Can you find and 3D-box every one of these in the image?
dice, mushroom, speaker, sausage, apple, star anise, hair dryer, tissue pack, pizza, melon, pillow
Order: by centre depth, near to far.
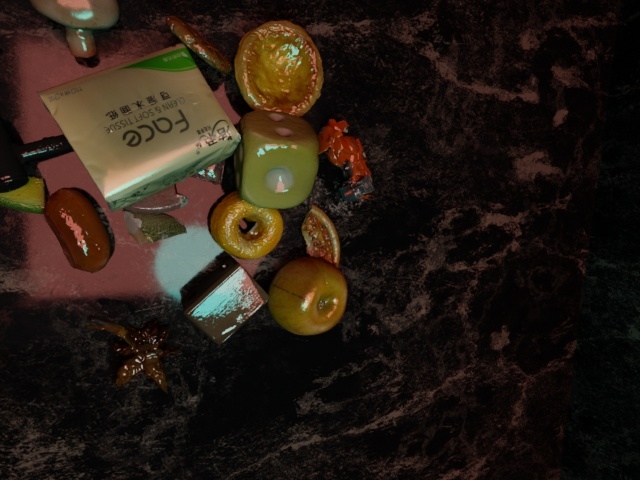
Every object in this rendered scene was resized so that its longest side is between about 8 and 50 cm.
[{"bbox_3d":[-0.649,-0.626,1.083,0.207,0.209,0.206,-2,64,4],"label":"mushroom"},{"bbox_3d":[-0.887,-0.157,1.110,0.262,0.053,0.113,24,81,-24],"label":"melon"},{"bbox_3d":[-0.801,-0.259,1.111,0.251,0.089,0.197,-24,92,-32],"label":"hair dryer"},{"bbox_3d":[-0.485,-0.319,1.121,0.405,0.205,0.331,-32,95,-20],"label":"tissue pack"},{"bbox_3d":[-0.699,-0.028,1.164,0.133,0.133,0.258,-24,105,-17],"label":"sausage"},{"bbox_3d":[-0.522,-0.025,1.247,0.203,0.139,0.093,15,114,-26],"label":"melon"},{"bbox_3d":[-0.587,0.345,1.252,0.237,0.148,0.346,-39,120,-15],"label":"star anise"},{"bbox_3d":[-0.148,-0.254,1.255,0.227,0.233,0.238,0,130,-20],"label":"dice"},{"bbox_3d":[-0.362,-0.284,1.308,0.118,0.043,0.184,14,96,-21],"label":"pillow"},{"bbox_3d":[-0.319,0.197,1.333,0.231,0.153,0.192,-44,111,-11],"label":"speaker"},{"bbox_3d":[-0.041,0.191,1.388,0.286,0.233,0.285,-4,97,-36],"label":"apple"},{"bbox_3d":[0.004,-0.005,1.489,0.135,0.056,0.270,-17,103,-28],"label":"pizza"}]

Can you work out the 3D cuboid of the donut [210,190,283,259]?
[{"bbox_3d":[-0.243,-0.049,1.359,0.254,0.118,0.253,-12,111,-32],"label":"donut"}]

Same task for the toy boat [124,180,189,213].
[{"bbox_3d":[-0.533,-0.154,1.240,0.228,0.085,0.155,-6,82,-27],"label":"toy boat"}]

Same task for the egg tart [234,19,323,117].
[{"bbox_3d":[-0.139,-0.550,1.315,0.319,0.128,0.318,-4,101,-23],"label":"egg tart"}]

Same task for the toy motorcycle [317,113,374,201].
[{"bbox_3d":[0.082,-0.286,1.439,0.221,0.148,0.325,-33,103,-38],"label":"toy motorcycle"}]

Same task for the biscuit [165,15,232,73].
[{"bbox_3d":[-0.352,-0.576,1.179,0.226,0.226,0.042,37,104,-22],"label":"biscuit"}]
